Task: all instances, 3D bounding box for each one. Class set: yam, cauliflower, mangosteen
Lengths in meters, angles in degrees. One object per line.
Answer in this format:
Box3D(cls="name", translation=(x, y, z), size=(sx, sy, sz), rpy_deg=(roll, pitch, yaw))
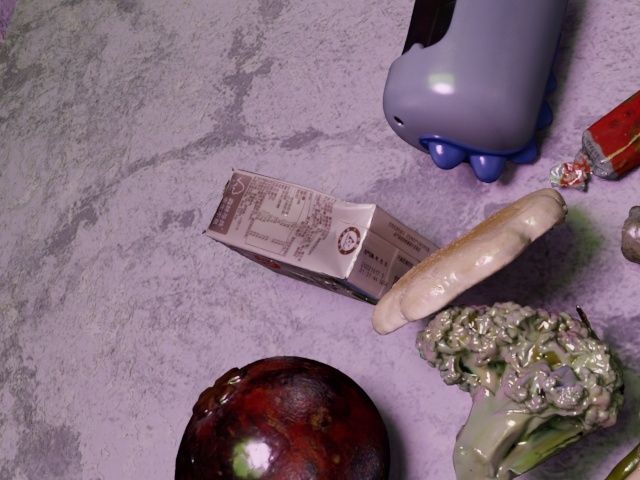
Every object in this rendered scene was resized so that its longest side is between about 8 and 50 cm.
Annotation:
Box3D(cls="yam", translation=(0.465, -0.002, 1.090), size=(0.179, 0.078, 0.078), rpy_deg=(5, 71, 41))
Box3D(cls="cauliflower", translation=(0.229, 0.202, 1.050), size=(0.256, 0.239, 0.315), rpy_deg=(3, 44, 45))
Box3D(cls="mangosteen", translation=(-0.034, 0.332, 1.224), size=(0.306, 0.360, 0.306), rpy_deg=(-35, 16, 12))

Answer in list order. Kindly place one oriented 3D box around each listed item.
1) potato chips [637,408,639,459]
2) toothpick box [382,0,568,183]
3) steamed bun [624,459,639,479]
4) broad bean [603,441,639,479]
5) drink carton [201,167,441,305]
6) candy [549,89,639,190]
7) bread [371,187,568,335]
Box3D(cls="potato chips", translation=(0.505, 0.207, 0.862), size=(0.389, 0.097, 0.373), rpy_deg=(-35, 44, -22))
Box3D(cls="toothpick box", translation=(0.237, -0.266, 1.313), size=(0.263, 0.263, 0.355), rpy_deg=(6, 73, 41))
Box3D(cls="steamed bun", translation=(0.419, 0.309, 0.950), size=(0.177, 0.106, 0.192), rpy_deg=(-32, 40, 2))
Box3D(cls="broad bean", translation=(0.381, 0.254, 1.045), size=(0.256, 0.052, 0.053), rpy_deg=(-52, 33, 3))
Box3D(cls="drink carton", translation=(-0.001, 0.000, 1.386), size=(0.324, 0.194, 0.132), rpy_deg=(17, 82, 42))
Box3D(cls="candy", translation=(0.438, -0.157, 1.201), size=(0.292, 0.059, 0.086), rpy_deg=(-38, 48, 17))
Box3D(cls="bread", translation=(0.196, 0.023, 1.175), size=(0.316, 0.316, 0.054), rpy_deg=(-36, 89, 20))
